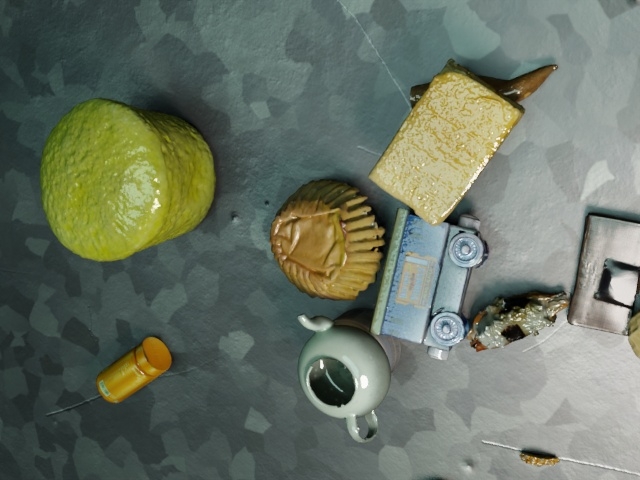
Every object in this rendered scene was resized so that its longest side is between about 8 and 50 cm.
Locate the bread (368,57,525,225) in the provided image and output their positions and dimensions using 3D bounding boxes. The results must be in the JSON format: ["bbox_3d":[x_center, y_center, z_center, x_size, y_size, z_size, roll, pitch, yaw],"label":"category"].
[{"bbox_3d":[0.236,-0.183,1.528,0.184,0.114,0.275,37,108,9],"label":"bread"}]

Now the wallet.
[{"bbox_3d":[0.559,0.067,1.559,0.124,0.042,0.230,12,105,23],"label":"wallet"}]

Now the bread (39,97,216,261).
[{"bbox_3d":[-0.415,-0.140,1.783,0.348,0.307,0.348,5,101,28],"label":"bread"}]

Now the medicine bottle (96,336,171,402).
[{"bbox_3d":[-0.476,0.331,2.039,0.192,0.096,0.096,-36,87,27],"label":"medicine bottle"}]

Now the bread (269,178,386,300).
[{"bbox_3d":[0.000,0.000,1.699,0.274,0.149,0.274,1,92,39],"label":"bread"}]

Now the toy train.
[{"bbox_3d":[0.220,0.082,1.633,0.202,0.131,0.300,14,92,17],"label":"toy train"}]

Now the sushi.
[{"bbox_3d":[0.390,0.155,1.621,0.226,0.103,0.097,-29,89,19],"label":"sushi"}]

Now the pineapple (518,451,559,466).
[{"bbox_3d":[0.459,0.462,1.696,0.083,0.045,0.019,2,91,27],"label":"pineapple"}]

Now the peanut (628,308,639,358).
[{"bbox_3d":[0.685,0.142,1.485,0.196,0.110,0.233,19,111,18],"label":"peanut"}]

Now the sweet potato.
[{"bbox_3d":[0.318,-0.293,1.568,0.281,0.059,0.067,0,62,19],"label":"sweet potato"}]

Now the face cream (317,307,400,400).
[{"bbox_3d":[0.072,0.249,1.752,0.177,0.153,0.177,5,102,23],"label":"face cream"}]

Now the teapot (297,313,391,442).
[{"bbox_3d":[0.043,0.268,1.612,0.193,0.129,0.294,-22,91,28],"label":"teapot"}]
